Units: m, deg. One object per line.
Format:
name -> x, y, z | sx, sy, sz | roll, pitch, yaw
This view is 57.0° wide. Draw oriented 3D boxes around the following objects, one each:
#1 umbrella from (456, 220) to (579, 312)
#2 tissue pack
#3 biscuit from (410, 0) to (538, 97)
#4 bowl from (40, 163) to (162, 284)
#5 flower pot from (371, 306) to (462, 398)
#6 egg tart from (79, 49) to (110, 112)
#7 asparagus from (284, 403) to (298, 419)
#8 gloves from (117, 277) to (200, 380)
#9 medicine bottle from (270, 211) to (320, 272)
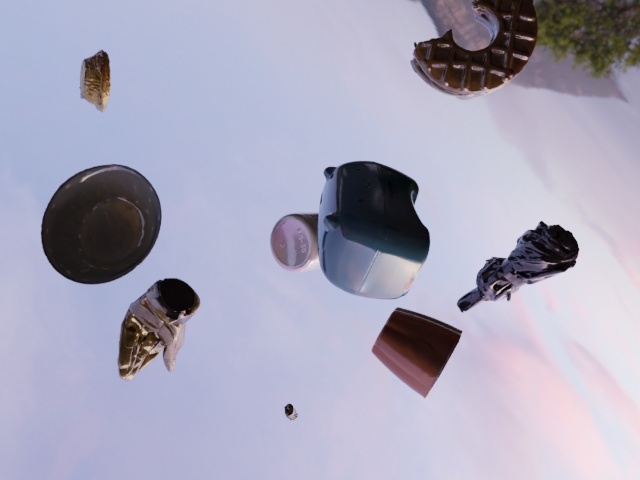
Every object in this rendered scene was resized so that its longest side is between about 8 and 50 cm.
umbrella -> 0.396, 0.074, 1.234 | 0.118, 0.340, 0.118 | 12, -123, -18
tissue pack -> 0.089, -0.030, 1.185 | 0.206, 0.198, 0.287 | 14, -142, -9
biscuit -> 0.457, -0.555, 1.661 | 0.268, 0.366, 0.115 | 47, -176, 7
bowl -> -0.574, -0.026, 1.626 | 0.337, 0.337, 0.157 | 58, 177, 18
flower pot -> 0.227, 0.261, 1.438 | 0.173, 0.190, 0.191 | 28, -158, 14
egg tart -> -0.652, -0.464, 1.702 | 0.074, 0.191, 0.191 | 1, -131, -29
asparagus -> -0.077, 0.455, 1.553 | 0.036, 0.030, 0.165 | 50, 167, 16
gloves -> -0.400, 0.216, 1.426 | 0.154, 0.331, 0.141 | 7, -133, -35
medicine bottle -> 0.000, 0.000, 1.726 | 0.293, 0.170, 0.170 | -5, -122, -57
